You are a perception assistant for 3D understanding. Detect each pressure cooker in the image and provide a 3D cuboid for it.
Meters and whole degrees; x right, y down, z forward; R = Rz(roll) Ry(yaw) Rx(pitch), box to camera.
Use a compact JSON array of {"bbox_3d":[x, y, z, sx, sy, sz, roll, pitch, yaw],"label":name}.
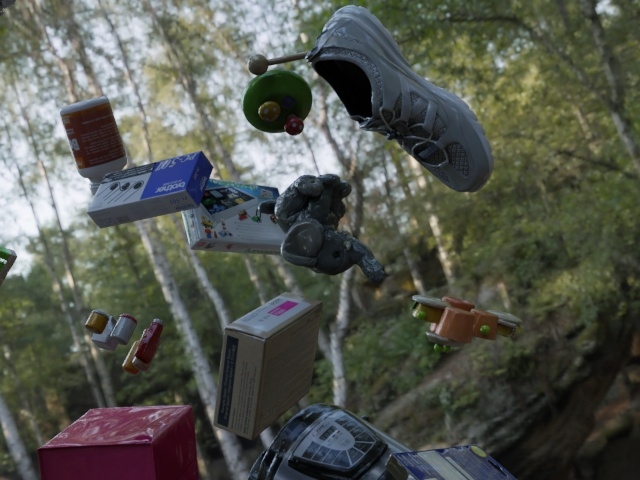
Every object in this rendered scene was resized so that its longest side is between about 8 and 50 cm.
[{"bbox_3d":[0.033,0.624,2.164,0.420,0.375,0.370,25,-2,35],"label":"pressure cooker"}]

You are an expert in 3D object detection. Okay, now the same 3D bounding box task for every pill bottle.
[{"bbox_3d":[-0.527,-0.221,2.006,0.121,0.216,0.121,-14,14,4],"label":"pill bottle"}]

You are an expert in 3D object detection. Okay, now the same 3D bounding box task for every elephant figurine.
[{"bbox_3d":[0.000,0.000,1.675,0.169,0.239,0.186,1,-24,-26],"label":"elephant figurine"}]

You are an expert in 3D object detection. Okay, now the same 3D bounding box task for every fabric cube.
[{"bbox_3d":[-0.420,0.517,1.832,0.254,0.259,0.258,-4,6,8],"label":"fabric cube"}]

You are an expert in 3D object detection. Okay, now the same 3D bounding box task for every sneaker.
[{"bbox_3d":[0.089,-0.152,1.047,0.115,0.281,0.105,-49,4,-37],"label":"sneaker"}]

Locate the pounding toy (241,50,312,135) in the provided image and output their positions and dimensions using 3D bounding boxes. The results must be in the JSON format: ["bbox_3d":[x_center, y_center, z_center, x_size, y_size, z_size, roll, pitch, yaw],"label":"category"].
[{"bbox_3d":[-0.099,-0.342,2.112,0.183,0.110,0.237,-4,-47,-12],"label":"pounding toy"}]

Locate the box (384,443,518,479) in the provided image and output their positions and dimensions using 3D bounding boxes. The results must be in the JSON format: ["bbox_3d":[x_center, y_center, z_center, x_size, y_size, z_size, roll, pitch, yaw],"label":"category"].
[{"bbox_3d":[0.228,0.394,1.396,0.225,0.036,0.136,6,23,-42],"label":"box"}]

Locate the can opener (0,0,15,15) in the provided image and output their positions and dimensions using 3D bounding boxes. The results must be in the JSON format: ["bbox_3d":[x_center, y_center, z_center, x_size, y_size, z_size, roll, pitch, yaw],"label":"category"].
[{"bbox_3d":[-0.749,-0.456,1.726,0.280,0.093,0.074,-32,-14,-6],"label":"can opener"}]

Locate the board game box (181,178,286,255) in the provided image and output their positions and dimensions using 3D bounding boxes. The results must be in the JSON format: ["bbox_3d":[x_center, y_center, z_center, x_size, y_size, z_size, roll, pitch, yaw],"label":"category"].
[{"bbox_3d":[-0.217,-0.062,2.205,0.305,0.193,0.053,5,-33,-40],"label":"board game box"}]

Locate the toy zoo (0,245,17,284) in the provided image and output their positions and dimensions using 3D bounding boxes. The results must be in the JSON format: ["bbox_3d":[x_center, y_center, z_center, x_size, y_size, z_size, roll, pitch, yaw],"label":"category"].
[{"bbox_3d":[-0.708,0.052,1.482,0.293,0.030,0.192,28,-83,-40],"label":"toy zoo"}]

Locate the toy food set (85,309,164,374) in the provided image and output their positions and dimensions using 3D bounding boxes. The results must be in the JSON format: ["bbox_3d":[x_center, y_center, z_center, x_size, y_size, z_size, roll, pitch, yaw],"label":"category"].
[{"bbox_3d":[-0.404,0.197,1.827,0.111,0.104,0.232,7,-32,24],"label":"toy food set"}]

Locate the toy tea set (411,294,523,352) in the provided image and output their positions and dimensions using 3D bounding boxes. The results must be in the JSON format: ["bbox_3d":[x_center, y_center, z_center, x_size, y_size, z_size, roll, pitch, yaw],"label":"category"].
[{"bbox_3d":[0.291,0.198,1.826,0.200,0.124,0.336,17,4,33],"label":"toy tea set"}]

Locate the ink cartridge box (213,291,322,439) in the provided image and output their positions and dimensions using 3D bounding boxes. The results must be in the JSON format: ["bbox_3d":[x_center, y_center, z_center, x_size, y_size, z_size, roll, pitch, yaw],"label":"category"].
[{"bbox_3d":[-0.091,0.218,1.532,0.088,0.193,0.235,14,17,22],"label":"ink cartridge box"}]

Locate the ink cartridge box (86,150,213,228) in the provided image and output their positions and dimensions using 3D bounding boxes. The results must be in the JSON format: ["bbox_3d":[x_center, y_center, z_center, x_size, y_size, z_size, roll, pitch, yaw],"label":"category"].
[{"bbox_3d":[-0.289,-0.085,1.443,0.207,0.097,0.046,-10,-46,25],"label":"ink cartridge box"}]
